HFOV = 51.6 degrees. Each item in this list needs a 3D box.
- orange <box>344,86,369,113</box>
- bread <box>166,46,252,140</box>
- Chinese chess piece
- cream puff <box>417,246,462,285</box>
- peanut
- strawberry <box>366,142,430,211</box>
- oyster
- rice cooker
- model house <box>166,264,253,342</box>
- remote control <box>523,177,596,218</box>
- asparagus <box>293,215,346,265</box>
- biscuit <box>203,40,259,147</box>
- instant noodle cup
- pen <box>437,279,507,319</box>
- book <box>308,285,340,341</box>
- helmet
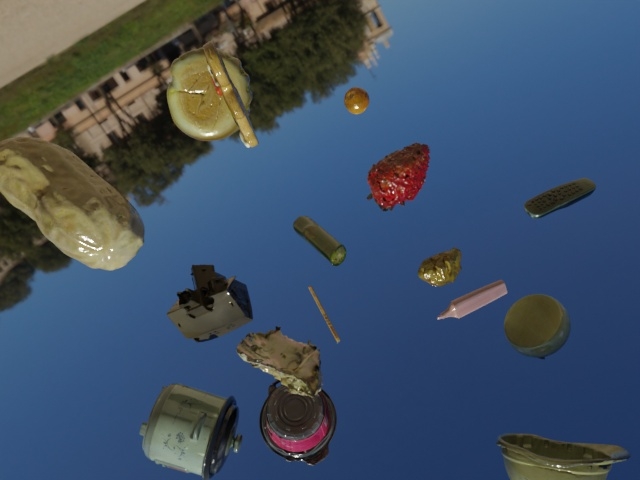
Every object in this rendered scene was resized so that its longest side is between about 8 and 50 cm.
[{"bbox_3d":[0.112,-0.428,2.029,0.083,0.070,0.083,-15,-116,33],"label":"orange"},{"bbox_3d":[-0.256,-0.340,1.542,0.213,0.213,0.104,-29,-167,7],"label":"bread"},{"bbox_3d":[0.477,0.188,1.460,0.144,0.058,0.144,-26,-137,27],"label":"Chinese chess piece"},{"bbox_3d":[0.219,0.051,1.187,0.083,0.058,0.083,-28,172,20],"label":"cream puff"},{"bbox_3d":[-0.454,-0.072,1.176,0.152,0.313,0.152,-47,177,-3],"label":"peanut"},{"bbox_3d":[0.196,-0.149,1.650,0.192,0.140,0.085,-18,-155,13],"label":"strawberry"},{"bbox_3d":[-0.064,0.217,1.178,0.209,0.071,0.133,10,-161,32],"label":"oyster"},{"bbox_3d":[-0.387,0.591,2.058,0.317,0.317,0.264,-10,-127,43],"label":"rice cooker"},{"bbox_3d":[-0.352,0.170,1.987,0.211,0.243,0.204,-23,-112,13],"label":"model house"},{"bbox_3d":[0.696,-0.123,1.924,0.222,0.042,0.072,-23,-137,-9],"label":"remote control"},{"bbox_3d":[0.001,-0.002,1.653,0.060,0.067,0.278,-34,-151,-8],"label":"asparagus"},{"bbox_3d":[-0.177,-0.282,1.256,0.035,0.240,0.158,-25,-117,0],"label":"biscuit"},{"bbox_3d":[-0.075,0.558,2.119,0.258,0.302,0.181,-38,159,-16],"label":"instant noodle cup"},{"bbox_3d":[0.393,0.162,1.733,0.197,0.053,0.032,-25,-152,-2],"label":"pen"},{"bbox_3d":[0.011,0.209,1.863,0.012,0.172,0.118,-28,170,-3],"label":"book"},{"bbox_3d":[0.492,0.485,1.356,0.258,0.137,0.204,0,175,27],"label":"helmet"}]
